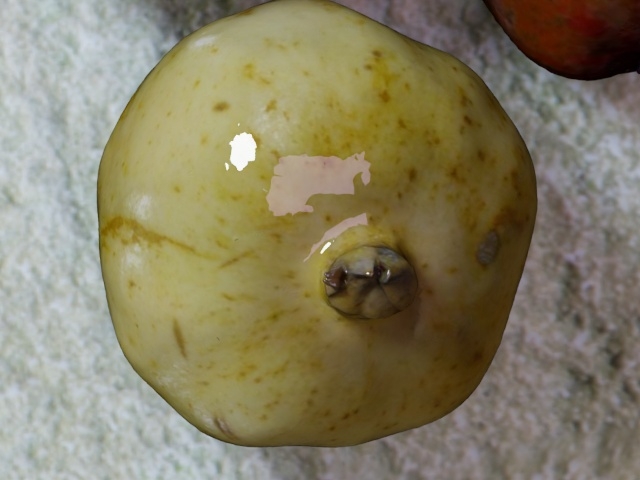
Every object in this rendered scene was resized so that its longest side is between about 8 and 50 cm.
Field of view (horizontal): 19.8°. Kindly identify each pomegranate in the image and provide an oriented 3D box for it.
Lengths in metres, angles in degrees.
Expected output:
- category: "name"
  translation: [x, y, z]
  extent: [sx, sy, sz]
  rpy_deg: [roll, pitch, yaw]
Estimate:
- category: "pomegranate"
  translation: [0.000, 0.000, 1.305]
  extent: [0.342, 0.342, 0.342]
  rpy_deg: [0, 92, -11]

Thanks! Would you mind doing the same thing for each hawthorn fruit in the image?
- category: "hawthorn fruit"
  translation: [0.203, -0.246, 1.402]
  extent: [0.215, 0.215, 0.249]
  rpy_deg: [-42, 98, -7]
